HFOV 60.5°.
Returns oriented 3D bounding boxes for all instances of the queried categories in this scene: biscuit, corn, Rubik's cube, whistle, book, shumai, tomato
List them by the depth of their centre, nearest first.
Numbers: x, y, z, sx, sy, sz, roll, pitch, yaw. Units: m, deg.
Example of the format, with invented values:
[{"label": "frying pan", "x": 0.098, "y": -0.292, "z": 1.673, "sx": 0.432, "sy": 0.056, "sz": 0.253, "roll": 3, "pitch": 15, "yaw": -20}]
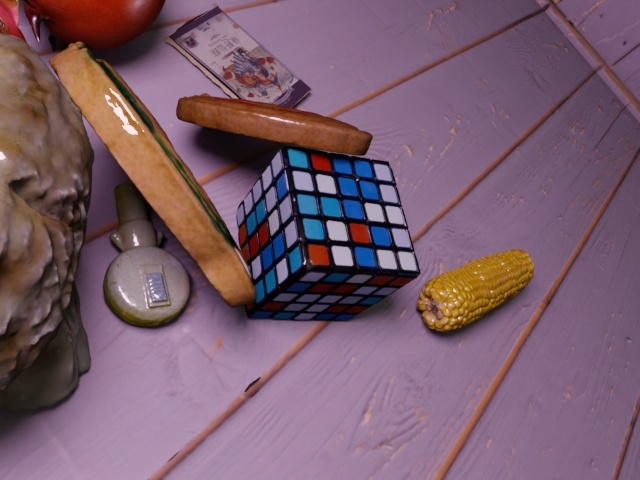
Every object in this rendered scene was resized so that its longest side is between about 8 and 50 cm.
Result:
[{"label": "shumai", "x": -0.300, "y": 0.001, "z": 0.524, "sx": 0.288, "sy": 0.292, "sz": 0.329, "roll": 41, "pitch": 56, "yaw": -63}, {"label": "biscuit", "x": -0.187, "y": -0.077, "z": 0.663, "sx": 0.057, "sy": 0.287, "sz": 0.343, "roll": -36, "pitch": 115, "yaw": -9}, {"label": "whistle", "x": -0.226, "y": 0.012, "z": 0.698, "sx": 0.104, "sy": 0.057, "sz": 0.198, "roll": -2, "pitch": 66, "yaw": -36}, {"label": "tomato", "x": -0.328, "y": -0.389, "z": 0.741, "sx": 0.225, "sy": 0.256, "sz": 0.255, "roll": -30, "pitch": 80, "yaw": 1}, {"label": "Rubik's cube", "x": 0.000, "y": 0.000, "z": 0.775, "sx": 0.184, "sy": 0.187, "sz": 0.182, "roll": 4, "pitch": 62, "yaw": -30}, {"label": "biscuit", "x": -0.061, "y": -0.172, "z": 0.797, "sx": 0.273, "sy": 0.049, "sz": 0.257, "roll": 12, "pitch": 13, "yaw": -1}, {"label": "corn", "x": 0.272, "y": 0.085, "z": 0.968, "sx": 0.311, "sy": 0.101, "sz": 0.101, "roll": -16, "pitch": 73, "yaw": -43}, {"label": "book", "x": -0.138, "y": -0.312, "z": 0.975, "sx": 0.231, "sy": 0.026, "sz": 0.157, "roll": 41, "pitch": 48, "yaw": -6}]

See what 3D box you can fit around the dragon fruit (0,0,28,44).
[{"label": "dragon fruit", "x": -0.417, "y": -0.184, "z": 0.585, "sx": 0.224, "sy": 0.227, "sz": 0.223, "roll": 13, "pitch": 55, "yaw": -19}]
